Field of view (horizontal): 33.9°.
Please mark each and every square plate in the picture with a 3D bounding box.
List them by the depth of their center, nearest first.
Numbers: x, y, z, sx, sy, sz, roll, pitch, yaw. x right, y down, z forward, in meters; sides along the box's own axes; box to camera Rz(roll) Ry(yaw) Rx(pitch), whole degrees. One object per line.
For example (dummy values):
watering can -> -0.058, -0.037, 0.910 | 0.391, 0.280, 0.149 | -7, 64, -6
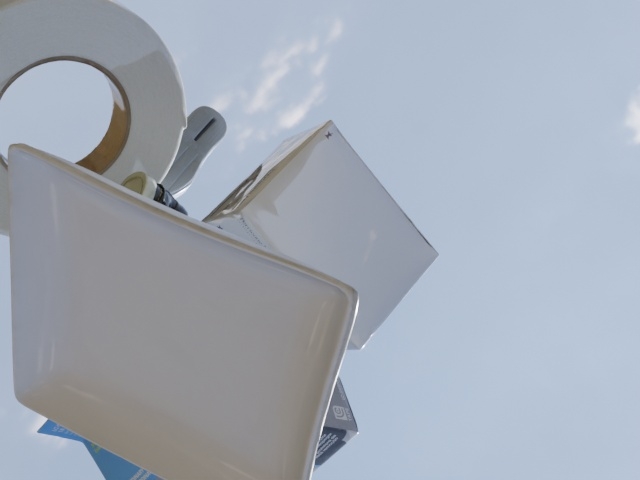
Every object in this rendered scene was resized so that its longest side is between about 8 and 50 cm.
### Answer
square plate -> -0.144, 0.099, 1.005 | 0.347, 0.344, 0.049 | 23, -140, 14

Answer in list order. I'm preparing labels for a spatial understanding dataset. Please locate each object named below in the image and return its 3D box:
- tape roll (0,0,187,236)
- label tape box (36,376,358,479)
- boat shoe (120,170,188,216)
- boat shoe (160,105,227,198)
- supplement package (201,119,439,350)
tape roll -> -0.390, -0.182, 1.553 | 0.392, 0.392, 0.072 | -46, -141, -1
label tape box -> -0.157, 0.251, 1.362 | 0.240, 0.334, 0.106 | -47, -136, 30
boat shoe -> -0.285, 0.076, 1.488 | 0.127, 0.113, 0.340 | -1, -116, 50
boat shoe -> -0.267, -0.134, 1.878 | 0.094, 0.109, 0.302 | -44, -177, 42
supplement package -> 0.000, 0.000, 1.511 | 0.204, 0.262, 0.145 | -47, -164, -27
